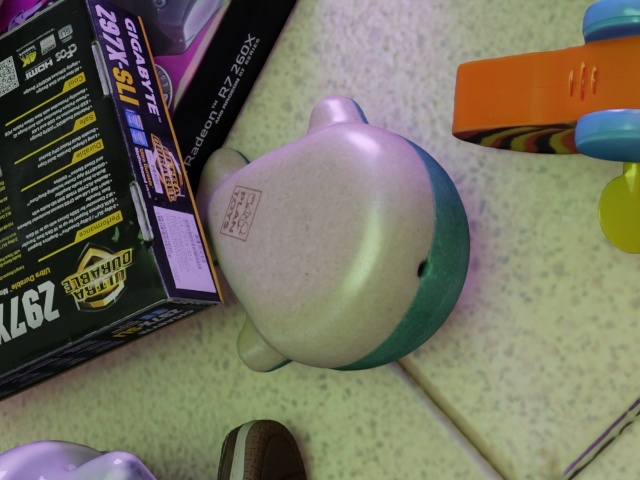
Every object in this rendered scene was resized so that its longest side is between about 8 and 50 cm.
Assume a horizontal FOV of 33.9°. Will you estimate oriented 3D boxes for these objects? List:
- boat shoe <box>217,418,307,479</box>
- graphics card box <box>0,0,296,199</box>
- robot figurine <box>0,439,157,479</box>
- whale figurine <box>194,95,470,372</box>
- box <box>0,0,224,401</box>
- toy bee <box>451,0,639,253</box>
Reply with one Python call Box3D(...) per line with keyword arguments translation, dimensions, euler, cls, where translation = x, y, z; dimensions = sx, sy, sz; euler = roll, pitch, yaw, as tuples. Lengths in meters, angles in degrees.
Box3D(translation=(-0.067, 0.265, 0.788), dimensions=(0.095, 0.095, 0.257), euler=(-7, 78, 31), cls="boat shoe")
Box3D(translation=(-0.186, -0.139, 0.917), dimensions=(0.233, 0.094, 0.370), euler=(31, 94, 27), cls="graphics card box")
Box3D(translation=(-0.246, 0.274, 0.775), dimensions=(0.354, 0.300, 0.199), euler=(-28, 104, 31), cls="robot figurine")
Box3D(translation=(0.000, 0.000, 0.799), dimensions=(0.272, 0.141, 0.216), euler=(14, 87, 52), cls="whale figurine")
Box3D(translation=(-0.258, -0.011, 0.836), dimensions=(0.322, 0.079, 0.257), euler=(-25, 74, 22), cls="box")
Box3D(translation=(0.238, -0.083, 0.687), dimensions=(0.298, 0.162, 0.195), euler=(31, 104, 52), cls="toy bee")
